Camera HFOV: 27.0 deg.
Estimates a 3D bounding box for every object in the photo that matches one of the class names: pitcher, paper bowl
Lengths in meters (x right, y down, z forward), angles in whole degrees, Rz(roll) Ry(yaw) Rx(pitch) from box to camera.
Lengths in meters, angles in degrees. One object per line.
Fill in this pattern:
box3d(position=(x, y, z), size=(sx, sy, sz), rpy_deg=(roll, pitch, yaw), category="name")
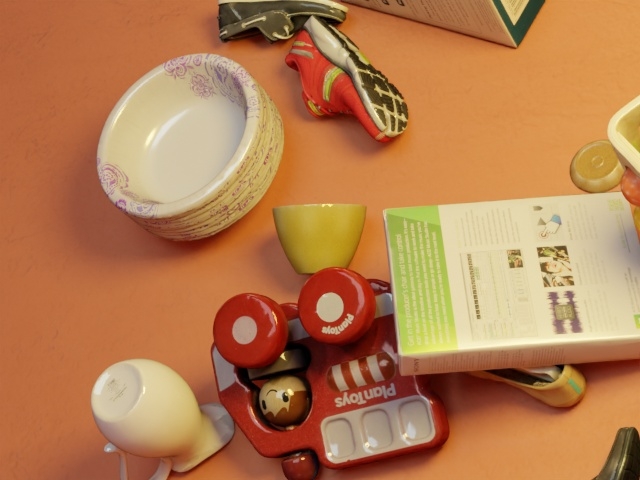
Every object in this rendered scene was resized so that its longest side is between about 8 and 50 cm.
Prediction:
box3d(position=(-0.235, 0.259, 1.806), size=(0.177, 0.207, 0.125), rpy_deg=(-49, 52, -3), category="pitcher")
box3d(position=(-0.187, -0.131, 2.038), size=(0.284, 0.148, 0.284), rpy_deg=(-12, 58, 21), category="paper bowl")

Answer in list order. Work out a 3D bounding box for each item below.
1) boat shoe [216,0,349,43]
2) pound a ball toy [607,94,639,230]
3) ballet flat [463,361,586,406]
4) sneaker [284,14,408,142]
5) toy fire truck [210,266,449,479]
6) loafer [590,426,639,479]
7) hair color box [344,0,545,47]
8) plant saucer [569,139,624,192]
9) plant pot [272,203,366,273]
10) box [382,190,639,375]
box3d(position=(-0.061, -0.354, 2.152), size=(0.233, 0.084, 0.079), rpy_deg=(3, 87, 26), category="boat shoe")
box3d(position=(0.441, -0.038, 1.544), size=(0.136, 0.319, 0.208), rpy_deg=(-37, 53, 5), category="pound a ball toy")
box3d(position=(0.232, 0.142, 1.708), size=(0.232, 0.073, 0.080), rpy_deg=(18, 72, 34), category="ballet flat")
box3d(position=(0.035, -0.223, 2.023), size=(0.118, 0.107, 0.279), rpy_deg=(-50, 47, 18), category="sneaker")
box3d(position=(0.002, 0.184, 1.766), size=(0.302, 0.169, 0.253), rpy_deg=(-18, 75, 20), category="toy fire truck")
box3d(position=(0.334, 0.297, 1.577), size=(0.061, 0.062, 0.170), rpy_deg=(8, 66, 36), category="loafer")
box3d(position=(0.150, -0.414, 2.002), size=(0.347, 0.174, 0.105), rpy_deg=(22, 74, 35), category="hair color box")
box3d(position=(0.377, -0.104, 1.808), size=(0.083, 0.015, 0.083), rpy_deg=(-12, 58, 21), category="plant saucer")
box3d(position=(0.000, 0.000, 1.890), size=(0.134, 0.134, 0.095), rpy_deg=(-3, 87, 26), category="plant pot")
box3d(position=(0.247, 0.051, 1.680), size=(0.322, 0.058, 0.232), rpy_deg=(-3, 52, 0), category="box")
